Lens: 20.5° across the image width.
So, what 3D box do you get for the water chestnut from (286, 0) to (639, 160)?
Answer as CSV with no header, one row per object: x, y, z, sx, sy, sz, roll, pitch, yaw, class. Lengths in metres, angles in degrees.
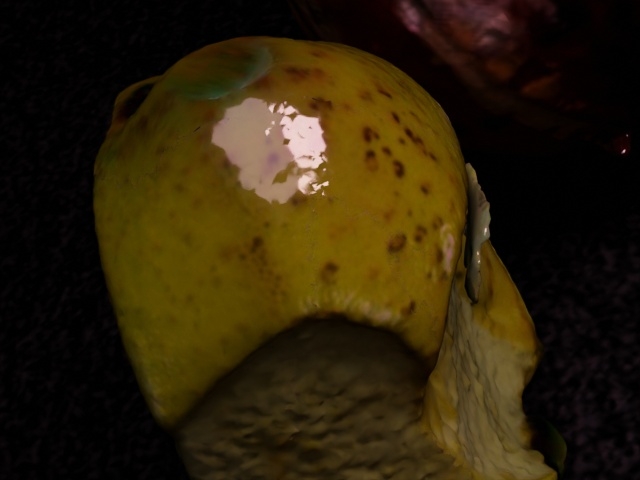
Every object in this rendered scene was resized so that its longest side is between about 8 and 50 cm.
0.086,-0.193,0.927,0.347,0.335,0.335,-18,35,46,water chestnut

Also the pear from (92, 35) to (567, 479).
0.000,0.000,0.784,0.164,0.255,0.238,-15,40,7,pear
